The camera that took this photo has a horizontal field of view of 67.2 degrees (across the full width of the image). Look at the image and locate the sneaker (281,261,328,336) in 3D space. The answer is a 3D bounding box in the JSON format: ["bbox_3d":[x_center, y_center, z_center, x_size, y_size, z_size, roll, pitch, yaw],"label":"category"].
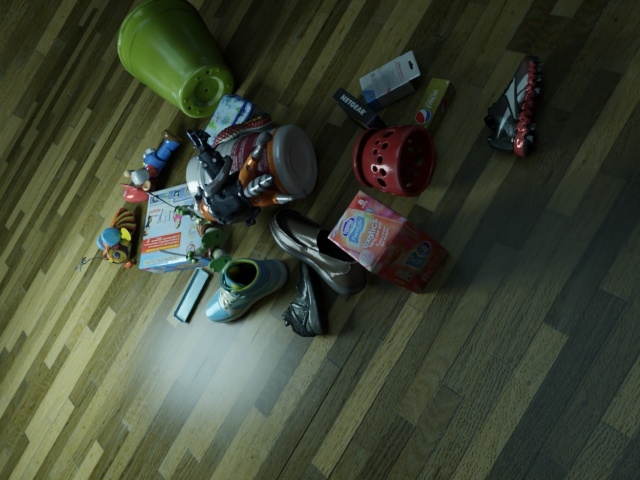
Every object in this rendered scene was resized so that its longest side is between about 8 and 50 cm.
[{"bbox_3d":[-0.059,0.173,1.406,0.130,0.087,0.228,-16,71,19],"label":"sneaker"}]

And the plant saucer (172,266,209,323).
[{"bbox_3d":[-0.449,0.192,1.680,0.067,0.018,0.192,26,87,35],"label":"plant saucer"}]

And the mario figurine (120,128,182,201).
[{"bbox_3d":[-0.686,-0.300,1.891,0.170,0.198,0.321,29,85,13],"label":"mario figurine"}]

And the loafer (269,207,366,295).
[{"bbox_3d":[0.000,0.000,1.384,0.366,0.133,0.130,36,137,27],"label":"loafer"}]

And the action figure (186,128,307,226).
[{"bbox_3d":[-0.254,-0.170,1.356,0.330,0.341,0.178,-26,26,26],"label":"action figure"}]

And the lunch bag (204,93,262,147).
[{"bbox_3d":[-0.323,-0.421,1.773,0.176,0.090,0.219,33,93,32],"label":"lunch bag"}]

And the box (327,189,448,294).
[{"bbox_3d":[0.176,0.012,1.189,0.154,0.300,0.142,38,97,36],"label":"box"}]

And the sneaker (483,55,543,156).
[{"bbox_3d":[0.496,-0.349,1.242,0.135,0.097,0.276,7,79,31],"label":"sneaker"}]

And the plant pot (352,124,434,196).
[{"bbox_3d":[0.195,-0.220,1.330,0.174,0.191,0.191,10,79,41],"label":"plant pot"}]

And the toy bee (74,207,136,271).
[{"bbox_3d":[-0.799,0.029,1.892,0.298,0.162,0.195,-59,23,-14],"label":"toy bee"}]

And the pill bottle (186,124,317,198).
[{"bbox_3d":[-0.227,-0.224,1.563,0.392,0.224,0.224,-7,70,29],"label":"pill bottle"}]

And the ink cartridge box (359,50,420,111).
[{"bbox_3d":[0.220,-0.486,1.479,0.181,0.061,0.104,-23,63,24],"label":"ink cartridge box"}]

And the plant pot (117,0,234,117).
[{"bbox_3d":[-0.521,-0.668,1.850,0.366,0.366,0.353,-45,69,11],"label":"plant pot"}]

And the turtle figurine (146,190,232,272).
[{"bbox_3d":[-0.400,-0.005,1.503,0.266,0.274,0.198,37,112,52],"label":"turtle figurine"}]

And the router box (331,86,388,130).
[{"bbox_3d":[0.128,-0.374,1.454,0.046,0.133,0.179,-48,55,8],"label":"router box"}]

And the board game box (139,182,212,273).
[{"bbox_3d":[-0.505,-0.049,1.755,0.308,0.086,0.302,-9,69,29],"label":"board game box"}]

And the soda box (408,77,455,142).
[{"bbox_3d":[0.316,-0.370,1.383,0.061,0.058,0.181,25,87,35],"label":"soda box"}]

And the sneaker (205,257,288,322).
[{"bbox_3d":[-0.273,0.148,1.467,0.319,0.208,0.127,-36,69,16],"label":"sneaker"}]

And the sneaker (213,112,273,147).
[{"bbox_3d":[-0.264,-0.358,1.672,0.225,0.093,0.088,-22,34,-5],"label":"sneaker"}]
